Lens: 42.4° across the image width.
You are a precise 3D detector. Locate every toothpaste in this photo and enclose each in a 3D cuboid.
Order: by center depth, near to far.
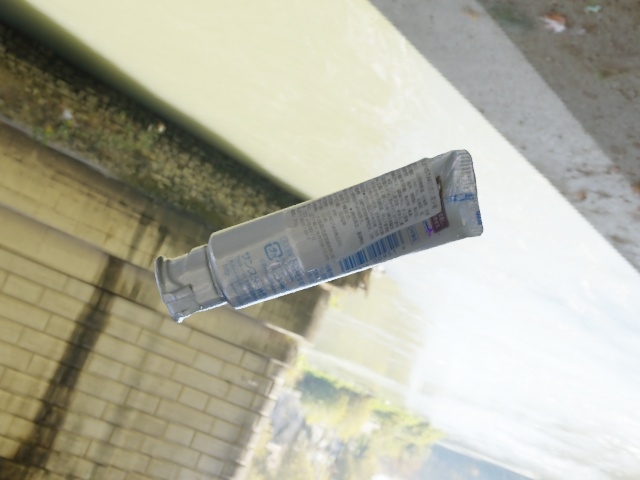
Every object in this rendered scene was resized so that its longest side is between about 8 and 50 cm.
[{"bbox_3d":[0.000,0.000,0.754,0.299,0.073,0.114,-18,133,3],"label":"toothpaste"}]
